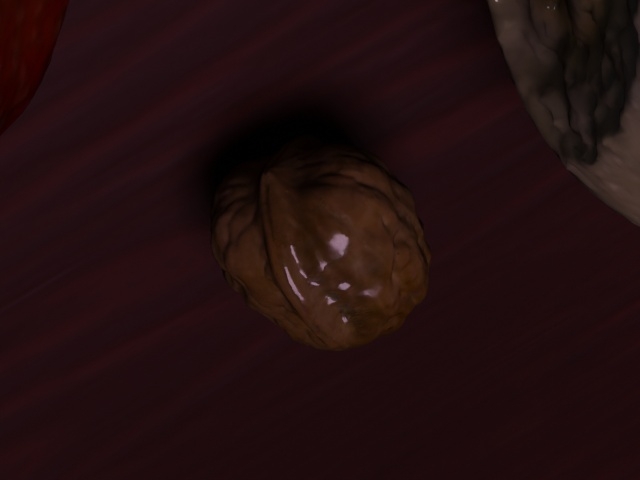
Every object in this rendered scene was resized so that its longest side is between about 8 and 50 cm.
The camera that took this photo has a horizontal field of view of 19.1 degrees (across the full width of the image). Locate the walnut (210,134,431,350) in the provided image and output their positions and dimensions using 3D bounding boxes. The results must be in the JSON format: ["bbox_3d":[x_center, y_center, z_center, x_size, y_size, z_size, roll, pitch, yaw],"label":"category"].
[{"bbox_3d":[0.000,0.000,0.734,0.079,0.082,0.096,-11,144,24],"label":"walnut"}]

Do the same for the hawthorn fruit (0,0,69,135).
[{"bbox_3d":[-0.156,-0.100,0.504,0.179,0.179,0.200,-10,117,-17],"label":"hawthorn fruit"}]

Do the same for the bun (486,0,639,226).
[{"bbox_3d":[0.229,-0.126,0.637,0.364,0.202,0.364,-15,136,-15],"label":"bun"}]
